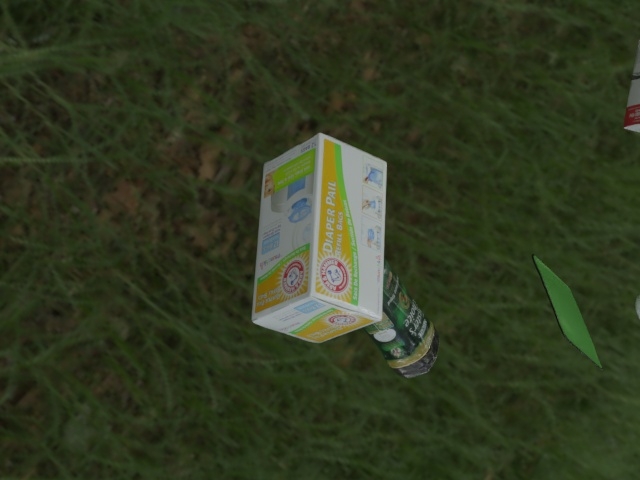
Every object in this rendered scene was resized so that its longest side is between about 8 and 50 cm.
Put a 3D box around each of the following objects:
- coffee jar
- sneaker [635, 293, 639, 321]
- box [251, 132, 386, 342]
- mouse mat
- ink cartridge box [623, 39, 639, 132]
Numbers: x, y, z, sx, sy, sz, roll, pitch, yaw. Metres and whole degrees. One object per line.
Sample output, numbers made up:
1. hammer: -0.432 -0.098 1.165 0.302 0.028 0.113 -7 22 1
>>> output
1. coffee jar: 0.107 0.117 1.753 0.184 0.079 0.096 53 32 -26
2. sneaker: 0.661 0.178 1.958 0.114 0.305 0.152 -5 144 -50
3. box: 0.000 0.000 1.332 0.103 0.114 0.203 21 61 -34
4. mouse mat: 0.421 0.122 1.997 0.007 0.189 0.153 -32 136 22
5. ink cartridge box: 0.500 -0.218 1.675 0.056 0.099 0.135 174 -73 -77
